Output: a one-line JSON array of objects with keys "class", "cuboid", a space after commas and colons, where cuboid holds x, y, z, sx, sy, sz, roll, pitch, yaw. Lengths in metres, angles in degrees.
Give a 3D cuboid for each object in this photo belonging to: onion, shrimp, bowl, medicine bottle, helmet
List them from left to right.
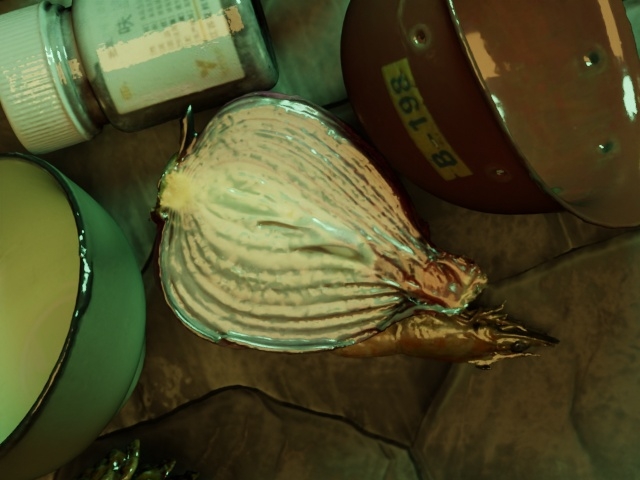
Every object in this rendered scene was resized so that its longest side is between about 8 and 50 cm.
[{"class": "bowl", "cuboid": [-0.305, 0.102, 1.630, 0.185, 0.354, 0.354, 26, 102, -46]}, {"class": "medicine bottle", "cuboid": [-0.192, -0.197, 1.622, 0.273, 0.165, 0.165, -16, 98, 4]}, {"class": "onion", "cuboid": [0.000, 0.000, 1.634, 0.349, 0.159, 0.267, 22, 99, 1]}, {"class": "shrimp", "cuboid": [0.116, 0.052, 1.708, 0.296, 0.058, 0.169, 5, 97, 5]}, {"class": "helmet", "cuboid": [0.154, -0.162, 1.569, 0.230, 0.337, 0.385, -20, 111, 37]}]

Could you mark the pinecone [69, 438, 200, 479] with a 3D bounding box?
[{"class": "pinecone", "cuboid": [-0.191, 0.342, 1.681, 0.272, 0.224, 0.224, 36, 98, -7]}]
